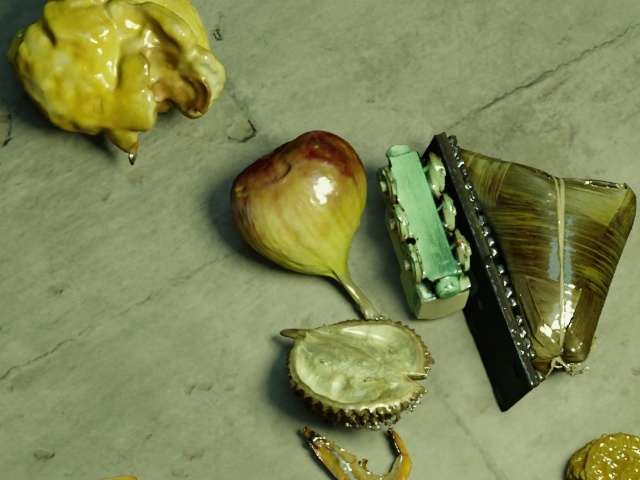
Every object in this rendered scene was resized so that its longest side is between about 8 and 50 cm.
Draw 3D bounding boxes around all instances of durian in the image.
[{"bbox_3d":[0.031,0.149,1.754,0.188,0.091,0.148,29,55,22],"label":"durian"}]

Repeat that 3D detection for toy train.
[{"bbox_3d":[0.113,-0.011,1.817,0.081,0.125,0.194,-12,64,-10],"label":"toy train"}]

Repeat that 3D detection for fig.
[{"bbox_3d":[-0.007,-0.007,1.794,0.160,0.143,0.230,-22,75,16],"label":"fig"}]

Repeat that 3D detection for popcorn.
[{"bbox_3d":[-0.230,-0.217,1.840,0.253,0.191,0.190,25,32,2],"label":"popcorn"}]

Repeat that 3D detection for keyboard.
[{"bbox_3d":[0.179,0.033,1.814,0.027,0.106,0.317,-10,69,-21],"label":"keyboard"}]

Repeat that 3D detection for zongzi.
[{"bbox_3d":[0.217,0.025,1.830,0.241,0.111,0.247,17,67,10],"label":"zongzi"}]

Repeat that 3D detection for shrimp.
[{"bbox_3d":[0.039,0.231,1.749,0.127,0.025,0.091,35,66,4],"label":"shrimp"}]

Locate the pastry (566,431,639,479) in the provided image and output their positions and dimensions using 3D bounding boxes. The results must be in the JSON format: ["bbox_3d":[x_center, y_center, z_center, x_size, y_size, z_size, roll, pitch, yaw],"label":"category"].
[{"bbox_3d":[0.326,0.263,1.757,0.109,0.057,0.097,14,59,-3],"label":"pastry"}]

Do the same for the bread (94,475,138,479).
[{"bbox_3d":[-0.236,0.282,1.674,0.103,0.049,0.062,-9,39,-10],"label":"bread"}]
